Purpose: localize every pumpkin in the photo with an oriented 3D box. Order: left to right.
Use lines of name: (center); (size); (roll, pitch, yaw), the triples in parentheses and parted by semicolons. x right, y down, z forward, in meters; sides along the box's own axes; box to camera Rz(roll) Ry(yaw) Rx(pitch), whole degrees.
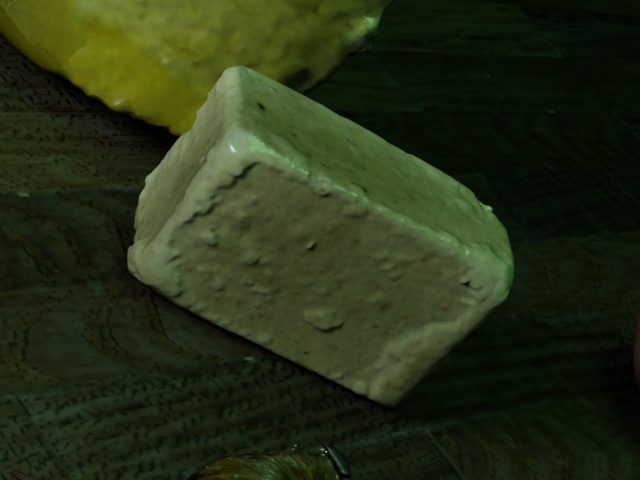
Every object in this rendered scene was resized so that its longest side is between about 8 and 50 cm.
pumpkin: (-0.014, 0.127, 0.910); (0.101, 0.035, 0.073); (0, 34, -43)

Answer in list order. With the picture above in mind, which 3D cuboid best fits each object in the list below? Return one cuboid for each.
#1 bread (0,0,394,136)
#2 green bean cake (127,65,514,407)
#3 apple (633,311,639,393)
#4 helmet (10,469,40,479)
bread: (-0.087, -0.258, 1.179); (0.264, 0.239, 0.395); (24, 29, -22)
green bean cake: (0.000, 0.000, 1.029); (0.179, 0.109, 0.085); (26, 29, -19)
apple: (0.260, 0.074, 1.201); (0.153, 0.120, 0.153); (23, 37, -19)
helmet: (-0.082, 0.137, 0.787); (0.111, 0.057, 0.089); (27, -13, -27)
